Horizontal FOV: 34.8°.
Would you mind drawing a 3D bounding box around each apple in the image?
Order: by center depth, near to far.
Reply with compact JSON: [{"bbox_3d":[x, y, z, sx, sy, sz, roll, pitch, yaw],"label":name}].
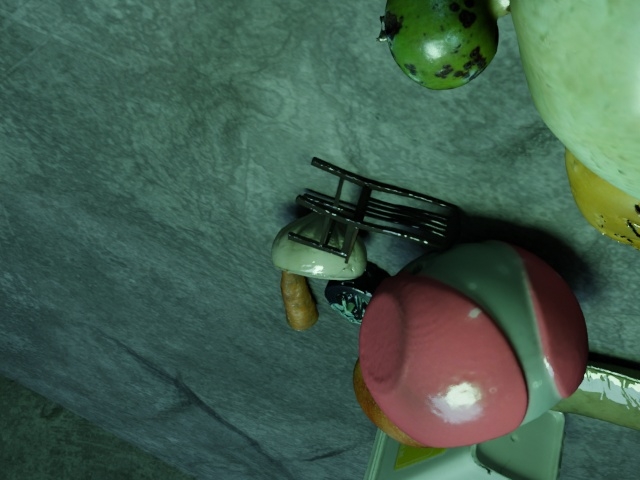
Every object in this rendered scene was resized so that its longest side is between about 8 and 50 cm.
[{"bbox_3d":[0.147,0.227,1.630,0.201,0.201,0.162,-8,149,45],"label":"apple"}]

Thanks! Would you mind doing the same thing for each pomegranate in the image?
[{"bbox_3d":[0.128,-0.207,0.933,0.161,0.122,0.122,-25,135,19],"label":"pomegranate"}]

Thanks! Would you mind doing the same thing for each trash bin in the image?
[{"bbox_3d":[0.280,0.413,1.869,0.296,0.256,0.367,29,145,-12],"label":"trash bin"}]

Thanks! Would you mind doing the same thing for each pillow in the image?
[{"bbox_3d":[0.471,0.247,1.576,0.302,0.075,0.185,13,155,18],"label":"pillow"}]

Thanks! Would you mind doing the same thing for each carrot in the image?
[{"bbox_3d":[-0.041,0.069,1.647,0.057,0.057,0.224,13,148,15],"label":"carrot"}]

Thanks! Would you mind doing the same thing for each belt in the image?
[{"bbox_3d":[0.059,0.084,1.581,0.105,0.058,0.140,15,154,19],"label":"belt"}]

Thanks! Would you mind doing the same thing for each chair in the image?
[{"bbox_3d":[0.072,-0.021,1.342,0.212,0.084,0.101,19,147,2],"label":"chair"}]

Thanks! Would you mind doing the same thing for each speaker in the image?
[{"bbox_3d":[0.204,0.132,1.328,0.294,0.294,0.294,17,154,9],"label":"speaker"}]

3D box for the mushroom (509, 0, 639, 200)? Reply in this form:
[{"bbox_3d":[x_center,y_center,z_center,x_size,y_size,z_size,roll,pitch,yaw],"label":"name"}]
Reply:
[{"bbox_3d":[0.288,-0.179,0.651,0.352,0.260,0.352,-10,129,-12],"label":"mushroom"}]

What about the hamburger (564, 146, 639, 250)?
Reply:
[{"bbox_3d":[0.392,-0.065,0.946,0.304,0.174,0.284,15,166,28],"label":"hamburger"}]

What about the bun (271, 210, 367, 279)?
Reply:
[{"bbox_3d":[0.000,0.000,1.437,0.138,0.094,0.138,6,-174,-1],"label":"bun"}]
